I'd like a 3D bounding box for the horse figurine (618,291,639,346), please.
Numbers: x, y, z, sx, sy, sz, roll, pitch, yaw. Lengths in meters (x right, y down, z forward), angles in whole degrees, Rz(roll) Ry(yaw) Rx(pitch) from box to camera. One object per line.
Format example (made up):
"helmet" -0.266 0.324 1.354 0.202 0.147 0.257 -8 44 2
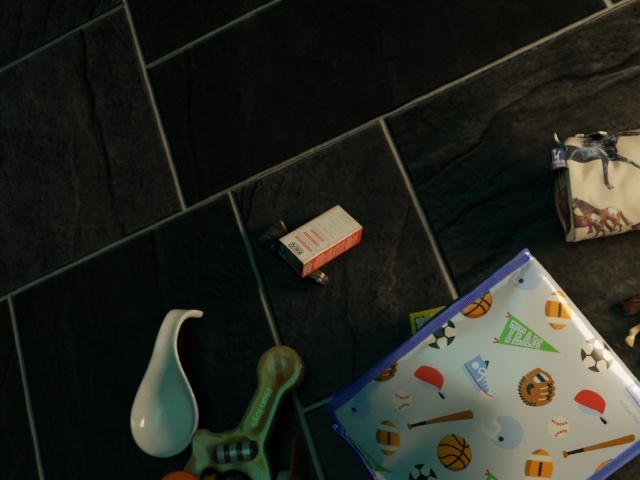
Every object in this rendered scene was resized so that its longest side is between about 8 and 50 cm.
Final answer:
"horse figurine" 0.587 0.147 1.296 0.263 0.066 0.174 44 95 24

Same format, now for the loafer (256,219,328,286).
"loafer" -0.043 0.022 1.566 0.170 0.062 0.061 38 83 25

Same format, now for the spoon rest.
"spoon rest" -0.276 0.254 1.554 0.137 0.084 0.277 -1 71 19

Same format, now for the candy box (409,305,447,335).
"candy box" 0.218 0.211 1.425 0.105 0.027 0.206 -14 68 11

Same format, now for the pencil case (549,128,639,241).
"pencil case" 0.574 -0.120 1.340 0.410 0.160 0.184 -10 83 16

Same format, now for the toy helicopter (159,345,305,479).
"toy helicopter" -0.105 0.352 1.434 0.234 0.140 0.355 18 76 22

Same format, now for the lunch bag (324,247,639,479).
"lunch bag" 0.243 0.256 1.259 0.385 0.239 0.328 -39 79 0

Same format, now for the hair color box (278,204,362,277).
"hair color box" 0.000 0.000 1.530 0.141 0.043 0.072 -30 59 -28
